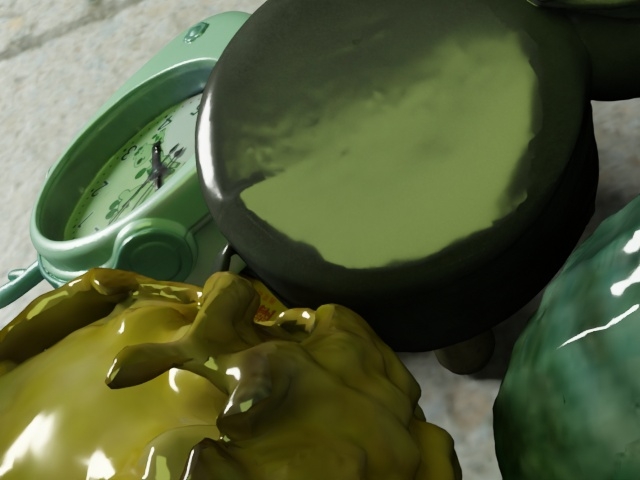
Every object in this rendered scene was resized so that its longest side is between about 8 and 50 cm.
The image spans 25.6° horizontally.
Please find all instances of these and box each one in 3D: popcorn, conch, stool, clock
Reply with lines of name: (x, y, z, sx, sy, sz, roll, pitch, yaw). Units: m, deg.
popcorn: (-0.070, 0.120, 0.520, 0.250, 0.190, 0.250, -33, 38, 30)
conch: (0.174, 0.007, 0.502, 0.220, 0.195, 0.277, -11, 68, 60)
stool: (0.061, -0.033, 0.590, 0.228, 0.139, 0.153, -15, 62, 12)
clock: (-0.082, -0.025, 0.722, 0.211, 0.066, 0.159, -45, 30, -6)

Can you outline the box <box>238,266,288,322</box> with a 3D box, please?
box: (0.000, 0.000, 0.703, 0.087, 0.023, 0.155, 24, 67, 39)
